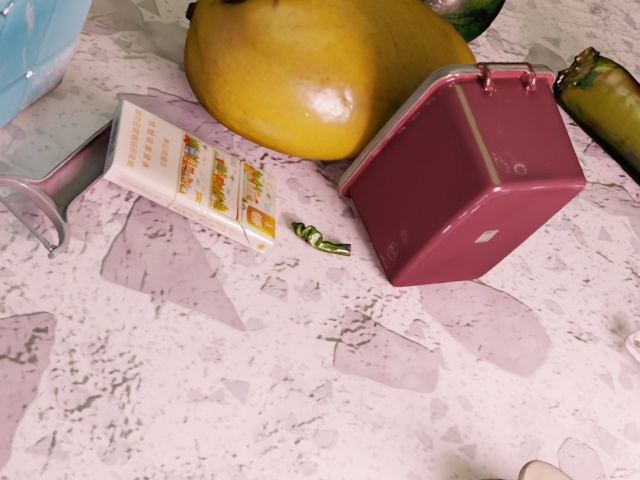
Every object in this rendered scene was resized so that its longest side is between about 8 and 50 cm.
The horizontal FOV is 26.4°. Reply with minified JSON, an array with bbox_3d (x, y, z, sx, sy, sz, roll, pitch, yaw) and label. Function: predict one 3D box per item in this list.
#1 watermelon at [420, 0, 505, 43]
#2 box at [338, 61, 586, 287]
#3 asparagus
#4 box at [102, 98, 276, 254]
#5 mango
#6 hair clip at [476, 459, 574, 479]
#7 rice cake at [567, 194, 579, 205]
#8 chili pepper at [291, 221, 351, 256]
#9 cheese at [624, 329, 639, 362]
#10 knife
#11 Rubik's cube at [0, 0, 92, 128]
[{"bbox_3d":[0.159,-0.394,1.989,0.242,0.242,0.242,16,43,-16],"label":"watermelon"},{"bbox_3d":[0.172,-0.072,1.653,0.193,0.294,0.167,-3,62,-32],"label":"box"},{"bbox_3d":[0.503,-0.125,2.016,0.108,0.128,0.382,-38,71,-9],"label":"asparagus"},{"bbox_3d":[-0.150,-0.074,1.615,0.220,0.032,0.122,27,39,-25],"label":"box"},{"bbox_3d":[0.032,-0.233,1.773,0.445,0.220,0.301,4,45,-31],"label":"mango"},{"bbox_3d":[0.273,0.335,1.446,0.282,0.113,0.172,35,42,-3],"label":"hair clip"},{"bbox_3d":[0.278,-0.049,1.872,0.208,0.033,0.033,-14,67,-38],"label":"rice cake"},{"bbox_3d":[0.000,0.000,1.673,0.083,0.022,0.027,25,75,-7],"label":"chili pepper"},{"bbox_3d":[0.468,0.202,1.713,0.137,0.064,0.227,-19,60,-43],"label":"cheese"},{"bbox_3d":[-0.284,-0.084,1.557,0.123,0.053,0.278,50,35,-9],"label":"knife"},{"bbox_3d":[-0.448,-0.305,1.486,0.319,0.322,0.316,36,40,4],"label":"Rubik's cube"}]
